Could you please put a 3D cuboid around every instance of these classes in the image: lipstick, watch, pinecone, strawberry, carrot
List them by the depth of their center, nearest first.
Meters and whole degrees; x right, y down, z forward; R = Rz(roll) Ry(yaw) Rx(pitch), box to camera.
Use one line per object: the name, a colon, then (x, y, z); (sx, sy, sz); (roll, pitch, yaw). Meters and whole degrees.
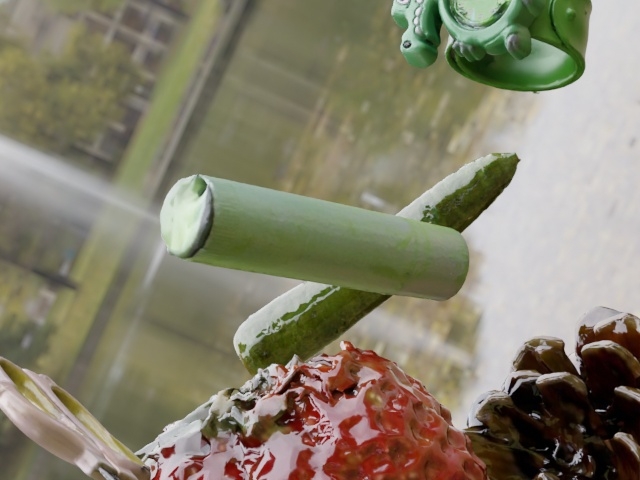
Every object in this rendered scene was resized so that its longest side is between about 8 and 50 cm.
strawberry: (0.003, 0.270, 1.386); (0.312, 0.351, 0.267); (-25, -8, 31)
lipstick: (0.000, 0.000, 1.503); (0.076, 0.304, 0.076); (-13, 72, 49)
watch: (0.167, -0.205, 1.615); (0.165, 0.152, 0.131); (-5, 68, 31)
carrot: (0.061, 0.024, 1.772); (0.358, 0.074, 0.074); (-37, 14, 11)
pinecone: (0.301, 0.258, 1.909); (0.384, 0.384, 0.384); (-156, 90, -83)

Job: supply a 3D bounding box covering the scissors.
scissors: (-0.139, 0.162, 1.177); (0.024, 0.160, 0.317); (-52, 50, -1)
